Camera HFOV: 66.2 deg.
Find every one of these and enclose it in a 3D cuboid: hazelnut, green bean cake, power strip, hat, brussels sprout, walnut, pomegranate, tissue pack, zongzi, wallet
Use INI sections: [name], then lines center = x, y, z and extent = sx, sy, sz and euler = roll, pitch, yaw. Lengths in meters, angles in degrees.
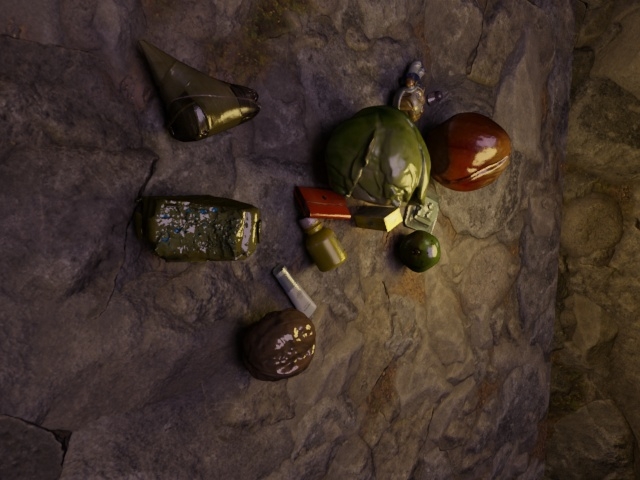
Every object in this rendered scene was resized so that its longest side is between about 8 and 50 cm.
[hazelnut]
center = 0.645, -0.390, 2.152
extent = 0.372, 0.372, 0.315
euler = 44, 48, -34
[green bean cake]
center = -0.356, -0.022, 1.429
extent = 0.310, 0.285, 0.202
euler = -1, 101, -38
[power strip]
center = 0.481, -0.136, 2.231
extent = 0.213, 0.064, 0.198
euler = 16, 88, -40
[hat]
center = 0.520, -0.641, 2.210
extent = 0.087, 0.042, 0.058
euler = -37, 117, -29
[brussels sprout]
center = 0.225, -0.313, 1.818
extent = 0.425, 0.342, 0.361
euler = 5, 99, -51
[walnut]
center = -0.138, 0.359, 1.688
extent = 0.273, 0.227, 0.273
euler = -8, 103, -35
[pomegranate]
center = 0.444, 0.048, 2.168
extent = 0.225, 0.187, 0.187
euler = 11, 89, -69
[tissue pack]
center = 0.228, -0.089, 1.959
extent = 0.095, 0.176, 0.062
euler = -35, 118, -31
[zongzi]
center = -0.351, -0.478, 1.468
extent = 0.289, 0.154, 0.317
euler = -35, 111, -39
[wallet]
center = 0.011, -0.139, 1.820
extent = 0.204, 0.045, 0.142
euler = 0, 53, -40

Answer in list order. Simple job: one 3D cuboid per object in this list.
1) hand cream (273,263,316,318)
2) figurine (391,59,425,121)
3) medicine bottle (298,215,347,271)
[hand cream]
center = -0.094, 0.194, 1.817
extent = 0.079, 0.048, 0.255
euler = -49, 123, -25
[figurine]
center = 0.373, -0.627, 2.047
extent = 0.194, 0.133, 0.274
euler = 11, 82, -62
[medicine bottle]
center = 0.000, 0.000, 1.824
extent = 0.122, 0.122, 0.212
euler = -36, 102, -30
